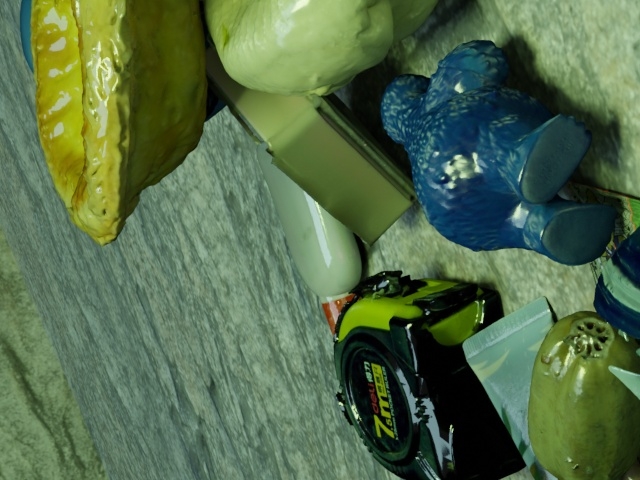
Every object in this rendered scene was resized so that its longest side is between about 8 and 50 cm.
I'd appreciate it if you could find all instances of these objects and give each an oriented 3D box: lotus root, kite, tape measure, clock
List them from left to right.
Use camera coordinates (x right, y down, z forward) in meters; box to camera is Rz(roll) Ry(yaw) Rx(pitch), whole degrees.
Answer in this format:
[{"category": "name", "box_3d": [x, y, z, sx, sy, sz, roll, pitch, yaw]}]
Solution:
[{"category": "clock", "box_3d": [-0.011, -0.095, 1.694, 0.192, 0.071, 0.147, 41, -172, -50]}, {"category": "tape measure", "box_3d": [0.092, 0.117, 1.721, 0.186, 0.112, 0.199, 8, 112, 59]}, {"category": "lotus root", "box_3d": [0.203, 0.132, 1.484, 0.090, 0.077, 0.183, 41, 145, 42]}, {"category": "kite", "box_3d": [0.244, 0.046, 1.414, 0.244, 0.006, 0.198, 59, 159, 25]}]

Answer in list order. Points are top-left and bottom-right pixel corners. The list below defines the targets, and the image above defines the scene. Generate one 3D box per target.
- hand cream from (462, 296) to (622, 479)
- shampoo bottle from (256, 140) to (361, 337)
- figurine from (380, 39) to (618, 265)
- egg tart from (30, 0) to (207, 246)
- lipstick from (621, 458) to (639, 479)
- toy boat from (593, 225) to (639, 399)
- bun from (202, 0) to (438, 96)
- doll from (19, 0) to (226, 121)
[{"category": "hand cream", "box_3d": [0.203, 0.184, 1.574, 0.091, 0.058, 0.271, -34, 76, 35]}, {"category": "shampoo bottle", "box_3d": [0.000, 0.000, 1.914, 0.108, 0.051, 0.221, -9, 101, 67]}, {"category": "figurine", "box_3d": [0.110, -0.065, 1.468, 0.262, 0.120, 0.164, 25, 133, 67]}, {"category": "egg tart", "box_3d": [-0.162, -0.158, 1.607, 0.319, 0.128, 0.319, 173, 90, -75]}, {"category": "lipstick", "box_3d": [0.238, 0.171, 1.534, 0.094, 0.019, 0.019, 64, 159, 15]}, {"category": "toy boat", "box_3d": [0.256, 0.112, 1.341, 0.210, 0.070, 0.292, 49, 151, 30]}, {"category": "bun", "box_3d": [0.009, -0.225, 1.516, 0.259, 0.160, 0.259, -174, 90, -68]}, {"category": "doll", "box_3d": [-0.158, -0.233, 1.842, 0.310, 0.240, 0.284, 111, 149, -53]}]
